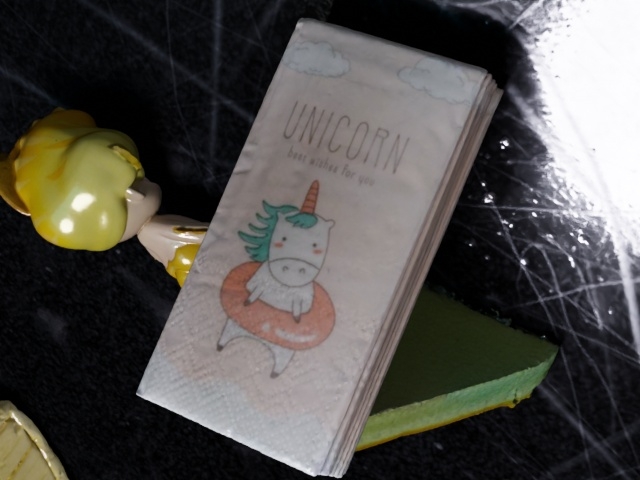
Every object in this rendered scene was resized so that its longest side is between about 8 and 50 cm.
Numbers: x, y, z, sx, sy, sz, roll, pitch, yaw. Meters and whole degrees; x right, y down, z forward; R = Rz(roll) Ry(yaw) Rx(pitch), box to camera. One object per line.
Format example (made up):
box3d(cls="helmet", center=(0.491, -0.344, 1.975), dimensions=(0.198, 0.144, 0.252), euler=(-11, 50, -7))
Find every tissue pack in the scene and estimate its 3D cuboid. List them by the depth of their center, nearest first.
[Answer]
box3d(cls="tissue pack", center=(0.000, 0.000, 0.919), dimensions=(0.170, 0.071, 0.325), euler=(21, 85, 24))

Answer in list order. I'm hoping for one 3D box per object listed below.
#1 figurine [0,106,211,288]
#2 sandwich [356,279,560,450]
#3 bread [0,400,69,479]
box3d(cls="figurine", center=(-0.187, -0.026, 1.132), dimensions=(0.246, 0.131, 0.156), euler=(33, 148, -6))
box3d(cls="sandwich", center=(0.047, 0.115, 1.008), dimensions=(0.245, 0.212, 0.063), euler=(26, 135, 16))
box3d(cls="bread", center=(-0.384, 0.310, 1.462), dimensions=(0.106, 0.140, 0.236), euler=(-16, 110, 35))
